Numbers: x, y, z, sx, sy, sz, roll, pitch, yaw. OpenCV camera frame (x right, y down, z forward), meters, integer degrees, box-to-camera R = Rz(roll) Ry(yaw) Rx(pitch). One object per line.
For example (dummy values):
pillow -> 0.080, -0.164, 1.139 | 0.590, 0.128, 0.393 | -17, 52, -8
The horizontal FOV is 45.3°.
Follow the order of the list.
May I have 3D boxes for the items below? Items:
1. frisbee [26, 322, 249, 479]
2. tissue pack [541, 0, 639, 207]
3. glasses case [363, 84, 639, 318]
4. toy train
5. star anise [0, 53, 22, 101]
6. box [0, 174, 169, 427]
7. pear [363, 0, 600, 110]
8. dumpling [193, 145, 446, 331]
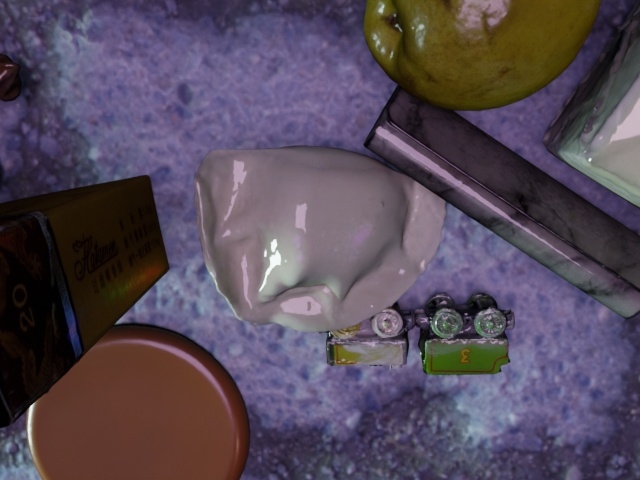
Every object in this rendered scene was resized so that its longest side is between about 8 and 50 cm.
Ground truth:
frisbee -> -0.203, 0.213, 0.844 | 0.250, 0.021, 0.251 | 1, 101, 3
tissue pack -> 0.434, -0.105, 0.658 | 0.380, 0.207, 0.297 | 32, 102, -2
glasses case -> 0.184, -0.043, 0.737 | 0.299, 0.114, 0.060 | 33, 126, -3
toy train -> 0.096, 0.098, 0.787 | 0.202, 0.060, 0.081 | -1, 106, 5
star anise -> -0.394, -0.135, 0.759 | 0.220, 0.099, 0.214 | -29, 111, 2
box -> -0.297, 0.041, 0.617 | 0.264, 0.415, 0.116 | -10, 99, 5
pear -> 0.138, -0.207, 0.667 | 0.200, 0.200, 0.200 | 1, 100, 3
dumpling -> 0.000, 0.000, 0.738 | 0.252, 0.131, 0.179 | 2, 91, -20
